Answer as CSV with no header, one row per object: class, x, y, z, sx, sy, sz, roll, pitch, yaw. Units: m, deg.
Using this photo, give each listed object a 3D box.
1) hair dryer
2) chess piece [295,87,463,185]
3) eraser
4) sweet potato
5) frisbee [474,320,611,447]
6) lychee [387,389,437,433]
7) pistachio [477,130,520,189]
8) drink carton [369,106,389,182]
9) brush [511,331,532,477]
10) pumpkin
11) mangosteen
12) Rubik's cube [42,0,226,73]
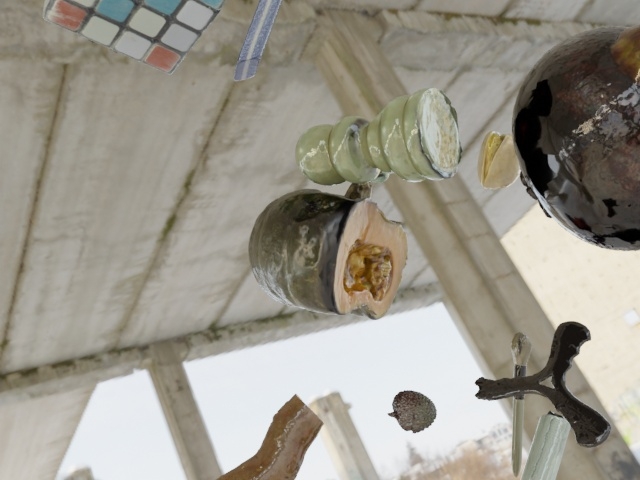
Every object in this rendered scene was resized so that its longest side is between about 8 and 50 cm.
hair dryer,0.235,0.286,0.776,0.131,0.073,0.236,-19,29,50
chess piece,0.071,-0.135,1.071,0.243,0.133,0.133,-8,-11,35
eraser,-0.098,-0.385,1.275,0.036,0.225,0.082,19,-16,-6
sweet potato,-0.102,0.290,0.780,0.281,0.067,0.059,-46,-48,-9
frisbee,0.319,0.213,1.065,0.187,0.211,0.012,-11,-46,12
lychee,0.153,0.285,1.216,0.083,0.068,0.067,0,-58,1
pistachio,0.485,-0.211,1.972,0.145,0.117,0.200,-62,-19,-18
drink carton,0.155,-0.247,1.819,0.146,0.144,0.142,23,-37,-27
brush,0.408,0.339,1.495,0.039,0.299,0.042,4,-3,-26
pumpkin,0.000,0.000,1.217,0.325,0.232,0.242,29,-101,-65
mangosteen,0.399,-0.143,0.914,0.313,0.297,0.297,-41,-25,0
Rubik's cube,-0.314,-0.500,1.278,0.259,0.256,0.253,21,-42,-35
